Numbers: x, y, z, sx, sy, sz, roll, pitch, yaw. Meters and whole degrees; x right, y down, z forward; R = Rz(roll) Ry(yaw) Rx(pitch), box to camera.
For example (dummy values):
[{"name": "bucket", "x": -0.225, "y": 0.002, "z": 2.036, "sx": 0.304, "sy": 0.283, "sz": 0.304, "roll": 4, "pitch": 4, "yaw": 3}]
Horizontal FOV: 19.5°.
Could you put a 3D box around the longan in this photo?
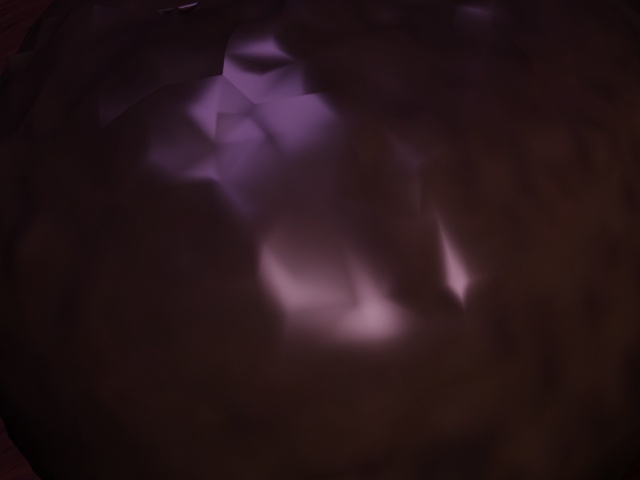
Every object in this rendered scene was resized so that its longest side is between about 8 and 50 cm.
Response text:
[{"name": "longan", "x": 0.000, "y": 0.000, "z": 0.934, "sx": 0.391, "sy": 0.391, "sz": 0.391, "roll": -11, "pitch": 36, "yaw": 8}]
